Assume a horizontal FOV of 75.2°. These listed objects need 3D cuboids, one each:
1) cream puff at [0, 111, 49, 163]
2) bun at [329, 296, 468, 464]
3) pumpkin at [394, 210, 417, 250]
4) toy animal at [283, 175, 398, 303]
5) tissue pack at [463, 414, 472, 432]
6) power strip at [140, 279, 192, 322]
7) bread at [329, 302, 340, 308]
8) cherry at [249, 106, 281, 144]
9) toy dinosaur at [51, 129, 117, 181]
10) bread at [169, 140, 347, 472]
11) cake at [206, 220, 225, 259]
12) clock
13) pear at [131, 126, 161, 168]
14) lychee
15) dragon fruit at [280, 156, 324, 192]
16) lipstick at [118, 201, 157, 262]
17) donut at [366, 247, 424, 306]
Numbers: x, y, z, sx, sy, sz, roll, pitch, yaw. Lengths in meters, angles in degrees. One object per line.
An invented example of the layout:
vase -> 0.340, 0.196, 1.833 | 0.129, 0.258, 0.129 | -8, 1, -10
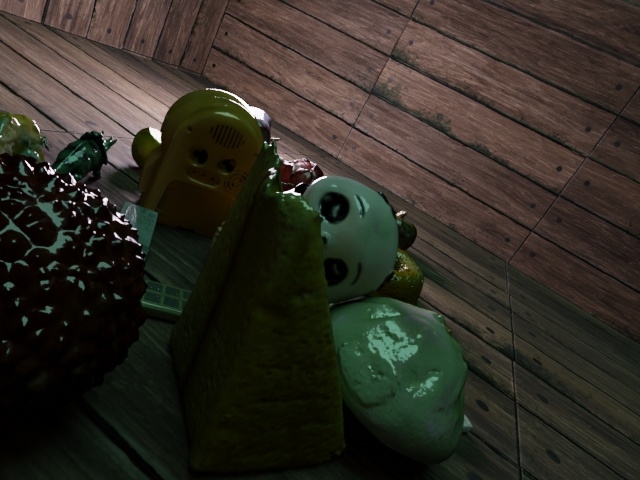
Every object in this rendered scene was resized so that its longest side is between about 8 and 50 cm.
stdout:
cream puff -> -0.494, -0.077, 0.582 | 0.195, 0.221, 0.195 | -13, 2, 0
bun -> 0.135, 0.192, 0.670 | 0.293, 0.187, 0.293 | 43, 5, -5
pumpkin -> 0.285, -0.057, 1.642 | 0.219, 0.162, 0.219 | 30, 18, -11
toy animal -> -0.006, -0.001, 0.708 | 0.212, 0.212, 0.267 | 11, -8, -42
tissue pack -> 0.235, 0.335, 0.790 | 0.108, 0.023, 0.056 | 18, 22, -29
power strip -> -0.225, 0.113, 0.706 | 0.169, 0.028, 0.076 | 20, 20, -24
bread -> -0.055, 0.058, 0.936 | 0.174, 0.133, 0.251 | -21, 97, -59
cherry -> -0.306, -0.427, 1.662 | 0.296, 0.218, 0.255 | 16, 29, -17
toy dinosaur -> -0.533, -0.153, 0.893 | 0.079, 0.120, 0.292 | 35, 41, -16
bread -> -0.034, 0.085, 0.543 | 0.245, 0.361, 0.233 | 13, 24, -32
cake -> -0.172, -0.004, 0.948 | 0.090, 0.109, 0.225 | 29, 20, 1
clock -> -0.260, -0.176, 0.957 | 0.244, 0.317, 0.200 | 17, 29, -33
pear -> -0.461, -0.239, 1.156 | 0.141, 0.104, 0.141 | 49, 7, -9
lychee -> -0.318, 0.038, 0.417 | 0.264, 0.264, 0.300 | 7, 33, -47
dragon fruit -> -0.079, -0.180, 1.371 | 0.192, 0.193, 0.274 | 81, -12, -61
lipstick -> -0.335, 0.021, 0.707 | 0.076, 0.077, 0.289 | 20, 20, -24
donut -> 0.192, 0.088, 1.233 | 0.272, 0.107, 0.272 | 23, 21, -9
